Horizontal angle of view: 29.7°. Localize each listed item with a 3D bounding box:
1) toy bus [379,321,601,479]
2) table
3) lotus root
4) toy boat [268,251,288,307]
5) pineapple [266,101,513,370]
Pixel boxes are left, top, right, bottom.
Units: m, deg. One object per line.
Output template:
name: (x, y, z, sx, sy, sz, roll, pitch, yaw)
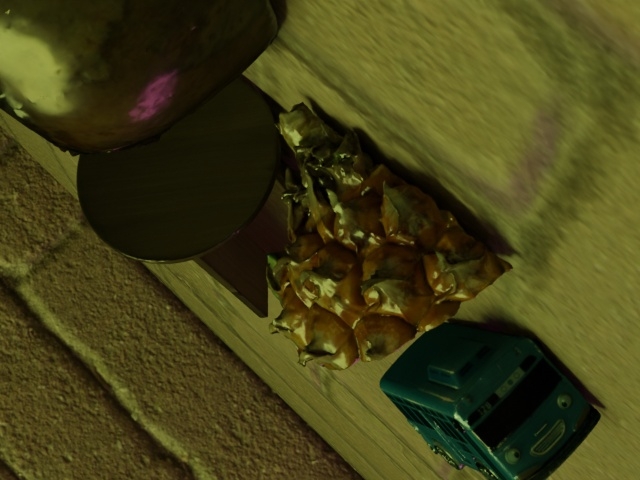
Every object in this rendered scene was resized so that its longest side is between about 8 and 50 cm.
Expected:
toy bus: (0.124, 0.124, 0.937, 0.106, 0.090, 0.185, 50, 168, -10)
table: (-0.082, -0.026, 1.032, 0.167, 0.167, 0.226, 40, 176, 25)
lotus root: (-0.160, -0.165, 0.770, 0.272, 0.192, 0.272, 38, 171, 7)
toy boat: (-0.089, 0.007, 1.264, 0.293, 0.099, 0.108, 29, 161, 31)
pineapple: (0.002, 0.001, 0.847, 0.164, 0.140, 0.250, 52, 170, -22)
